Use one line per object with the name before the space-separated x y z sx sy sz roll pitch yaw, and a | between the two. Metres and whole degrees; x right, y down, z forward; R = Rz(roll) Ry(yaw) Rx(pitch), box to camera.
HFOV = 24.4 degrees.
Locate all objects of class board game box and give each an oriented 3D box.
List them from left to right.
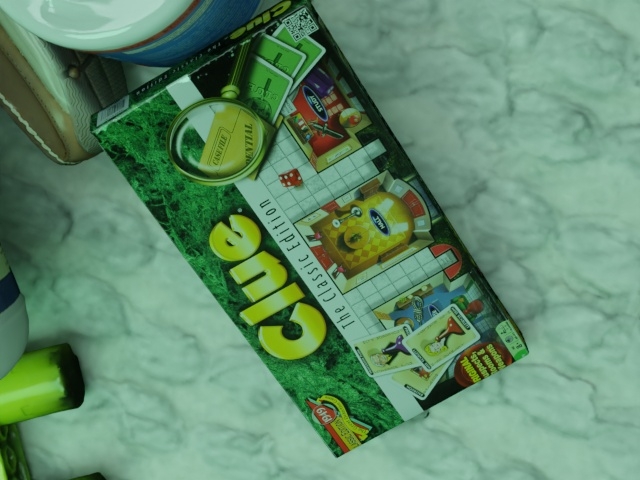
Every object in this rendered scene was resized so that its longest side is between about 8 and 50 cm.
board game box | 0.000 0.000 0.831 0.136 0.030 0.259 -29 118 12

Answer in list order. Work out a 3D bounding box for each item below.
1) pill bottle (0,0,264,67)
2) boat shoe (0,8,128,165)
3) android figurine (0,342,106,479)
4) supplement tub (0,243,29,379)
pill bottle | -0.093 -0.156 0.798 0.124 0.221 0.124 0 93 9
boat shoe | -0.237 -0.165 0.880 0.116 0.123 0.324 -41 81 16
android figurine | -0.270 0.155 0.927 0.273 0.056 0.248 -16 91 9
supplement tub | -0.312 -0.046 0.757 0.235 0.235 0.324 -19 100 9
